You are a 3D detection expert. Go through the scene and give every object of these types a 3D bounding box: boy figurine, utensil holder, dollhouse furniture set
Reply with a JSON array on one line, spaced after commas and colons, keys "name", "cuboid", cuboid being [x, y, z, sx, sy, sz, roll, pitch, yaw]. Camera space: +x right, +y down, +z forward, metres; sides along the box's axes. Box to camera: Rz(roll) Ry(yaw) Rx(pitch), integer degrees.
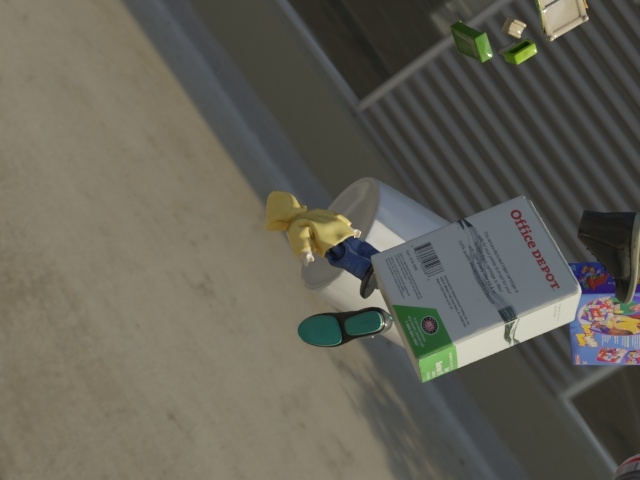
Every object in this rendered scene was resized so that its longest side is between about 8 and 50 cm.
[{"name": "boy figurine", "cuboid": [0.000, 0.000, 1.878, 0.285, 0.092, 0.177, 31, 35, 18]}, {"name": "utensil holder", "cuboid": [0.194, 0.071, 2.272, 0.386, 0.327, 0.327, 31, 24, -20]}, {"name": "dollhouse furniture set", "cuboid": [0.234, -0.261, 1.130, 0.076, 0.152, 0.058, 63, -7, -33]}]

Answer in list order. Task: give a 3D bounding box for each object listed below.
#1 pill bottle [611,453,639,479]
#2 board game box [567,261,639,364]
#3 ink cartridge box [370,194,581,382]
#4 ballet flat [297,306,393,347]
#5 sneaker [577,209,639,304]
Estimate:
[{"name": "pill bottle", "cuboid": [0.611, 0.547, 1.828, 0.176, 0.176, 0.318, 55, 32, 5]}, {"name": "board game box", "cuboid": [0.662, 0.166, 2.105, 0.347, 0.234, 0.078, 65, 27, -54]}, {"name": "ink cartridge box", "cuboid": [0.186, 0.058, 1.168, 0.087, 0.209, 0.153, 71, -3, -61]}, {"name": "ballet flat", "cuboid": [0.054, 0.168, 1.885, 0.074, 0.203, 0.074, 26, 58, -51]}, {"name": "sneaker", "cuboid": [0.557, 0.025, 1.854, 0.083, 0.118, 0.222, -56, 147, -41]}]
